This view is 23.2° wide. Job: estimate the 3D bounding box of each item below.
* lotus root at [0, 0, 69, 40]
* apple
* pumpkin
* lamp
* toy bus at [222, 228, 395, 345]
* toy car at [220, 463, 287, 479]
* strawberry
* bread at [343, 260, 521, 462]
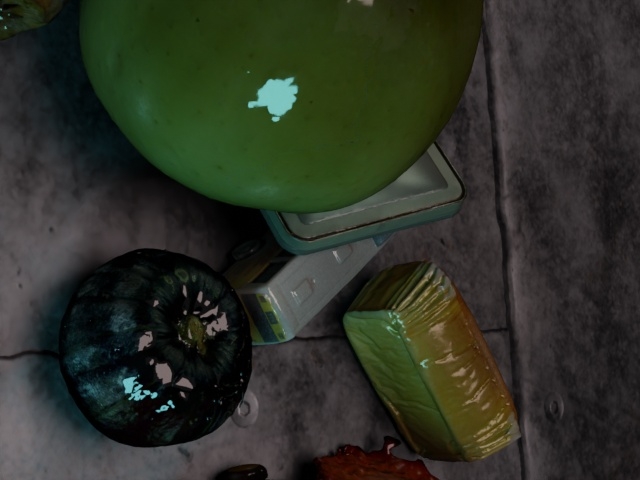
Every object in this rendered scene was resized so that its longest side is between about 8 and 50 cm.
[{"bbox_3d":[-0.327,-0.372,1.676,0.193,0.193,0.291,19,72,-41],"label":"lotus root"},{"bbox_3d":[-0.040,-0.266,1.733,0.474,0.474,0.473,7,80,-43],"label":"apple"},{"bbox_3d":[-0.182,0.123,1.761,0.233,0.163,0.233,19,60,-39],"label":"pumpkin"},{"bbox_3d":[0.016,-0.118,1.943,0.266,0.047,0.269,-14,61,-30],"label":"lamp"},{"bbox_3d":[0.000,0.000,1.971,0.342,0.138,0.097,-44,114,-38],"label":"toy bus"},{"bbox_3d":[-0.078,0.375,1.844,0.248,0.142,0.200,-16,95,-46],"label":"toy car"},{"bbox_3d":[0.074,0.378,2.001,0.234,0.234,0.178,2,115,-44],"label":"strawberry"},{"bbox_3d":[0.151,0.170,2.088,0.119,0.152,0.288,-41,112,-33],"label":"bread"}]
